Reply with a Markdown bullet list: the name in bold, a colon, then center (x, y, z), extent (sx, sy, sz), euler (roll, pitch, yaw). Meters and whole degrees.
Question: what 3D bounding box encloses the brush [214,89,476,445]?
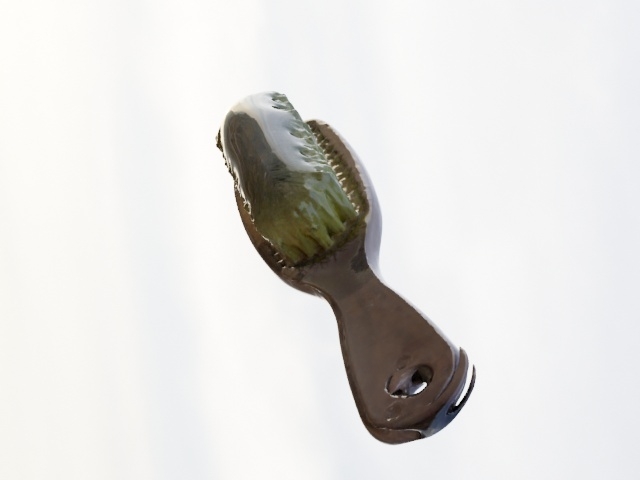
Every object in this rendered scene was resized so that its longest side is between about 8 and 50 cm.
- **brush**: center (-0.002, 0.000, 0.885), extent (0.067, 0.072, 0.313), euler (45, 8, -28)
